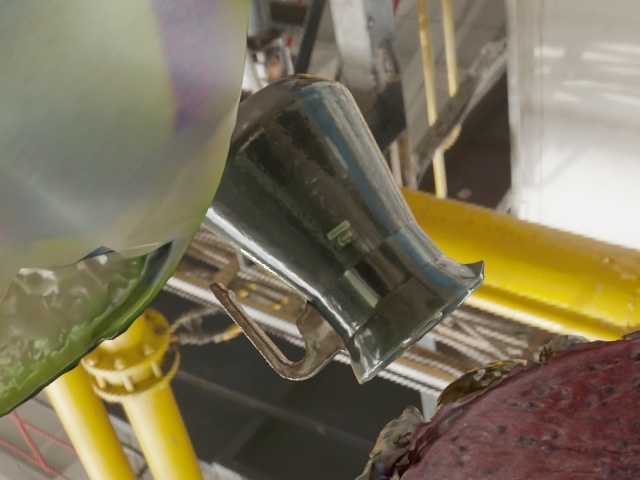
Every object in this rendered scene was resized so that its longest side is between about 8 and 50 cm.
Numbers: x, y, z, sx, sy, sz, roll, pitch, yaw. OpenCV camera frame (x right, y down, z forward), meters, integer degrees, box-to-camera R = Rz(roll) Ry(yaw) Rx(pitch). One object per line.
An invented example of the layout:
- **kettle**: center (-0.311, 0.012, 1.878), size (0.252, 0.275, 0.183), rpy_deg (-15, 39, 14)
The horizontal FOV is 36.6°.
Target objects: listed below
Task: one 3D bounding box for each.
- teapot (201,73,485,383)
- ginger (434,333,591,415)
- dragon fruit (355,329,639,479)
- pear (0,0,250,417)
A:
- **teapot**: center (0.000, 0.000, 1.209), size (0.300, 0.253, 0.344), rpy_deg (-42, -103, 10)
- **ginger**: center (0.231, 0.251, 1.118), size (0.244, 0.304, 0.155), rpy_deg (3, -165, -2)
- **dragon fruit**: center (0.183, 0.212, 0.418), size (0.296, 0.263, 0.314), rpy_deg (-20, -164, -11)
- **pear**: center (-0.228, -0.094, 0.388), size (0.165, 0.399, 0.399), rpy_deg (22, -131, 40)
